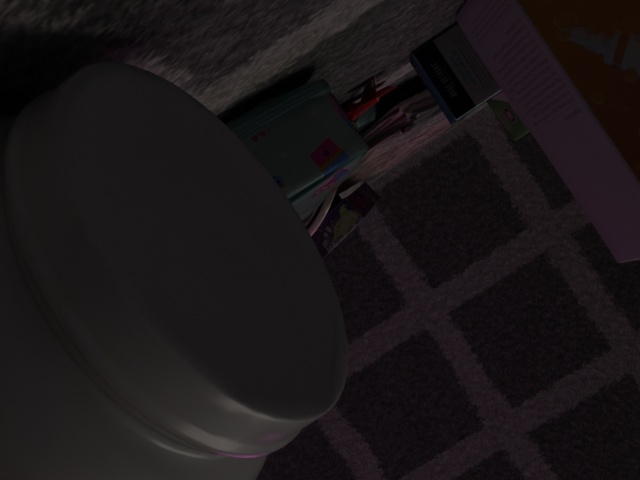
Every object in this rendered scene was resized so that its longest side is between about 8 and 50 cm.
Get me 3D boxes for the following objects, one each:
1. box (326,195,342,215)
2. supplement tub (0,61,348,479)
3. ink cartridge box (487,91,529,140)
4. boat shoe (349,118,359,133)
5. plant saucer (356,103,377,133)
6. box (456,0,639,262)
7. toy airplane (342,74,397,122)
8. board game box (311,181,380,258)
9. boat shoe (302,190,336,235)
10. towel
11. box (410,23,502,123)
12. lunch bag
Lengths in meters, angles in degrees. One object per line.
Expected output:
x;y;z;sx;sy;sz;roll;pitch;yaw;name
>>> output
-0.102;-0.012;1.753;0.261;0.103;0.184;-32;-179;-28;box
-0.176;0.082;0.507;0.331;0.241;0.241;-34;178;21;supplement tub
0.313;-0.260;1.306;0.092;0.160;0.219;-34;179;-24;ink cartridge box
0.017;-0.123;1.116;0.056;0.049;0.152;-17;168;13;boat shoe
0.039;-0.162;1.365;0.119;0.021;0.119;-33;179;-1;plant saucer
0.342;-0.180;1.000;0.215;0.345;0.168;-34;179;-7;box
0.047;-0.169;1.172;0.151;0.028;0.151;-32;178;-1;toy airplane
0.000;0.000;1.512;0.208;0.056;0.347;-40;-179;10;board game box
-0.076;-0.037;1.347;0.305;0.091;0.109;-33;-146;55;boat shoe
0.160;-0.188;1.530;0.332;0.053;0.317;-30;177;-36;towel
0.240;-0.253;1.146;0.244;0.100;0.060;-33;179;3;box
-0.075;-0.050;0.937;0.224;0.108;0.279;-36;180;-18;lunch bag
